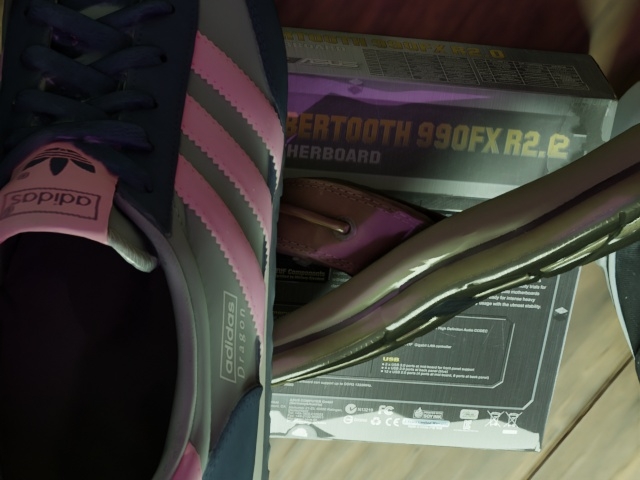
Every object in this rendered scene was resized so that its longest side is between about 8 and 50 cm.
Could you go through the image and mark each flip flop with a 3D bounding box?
[{"bbox_3d":[0.020,0.001,0.709,0.277,0.112,0.080,-25,82,15],"label":"flip flop"}]

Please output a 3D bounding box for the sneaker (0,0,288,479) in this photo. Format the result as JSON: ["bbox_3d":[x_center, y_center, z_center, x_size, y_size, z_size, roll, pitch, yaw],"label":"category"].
[{"bbox_3d":[-0.071,-0.025,0.623,0.112,0.319,0.131,-8,162,8],"label":"sneaker"}]

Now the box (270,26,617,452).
[{"bbox_3d":[0.000,0.000,0.788,0.231,0.056,0.183,3,116,-9],"label":"box"}]

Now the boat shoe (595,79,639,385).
[{"bbox_3d":[0.193,0.067,0.820,0.108,0.102,0.301,-11,119,-1],"label":"boat shoe"}]
